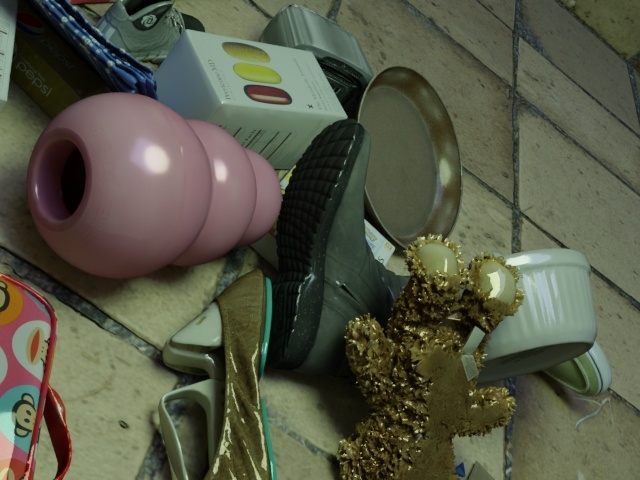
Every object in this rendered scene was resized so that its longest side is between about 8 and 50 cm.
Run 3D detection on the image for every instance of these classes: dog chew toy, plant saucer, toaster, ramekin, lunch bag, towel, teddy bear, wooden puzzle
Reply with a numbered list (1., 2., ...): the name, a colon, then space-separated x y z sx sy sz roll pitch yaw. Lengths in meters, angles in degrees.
1. dog chew toy: -0.173 -0.058 1.031 0.332 0.206 0.206 3 54 -54
2. plant saucer: 0.137 -0.131 1.434 0.310 0.050 0.310 13 72 -49
3. toaster: -0.015 -0.296 1.461 0.227 0.129 0.146 19 40 -34
4. ramekin: 0.267 0.118 1.249 0.273 0.273 0.127 7 62 -41
5. lunch bag: -0.333 0.145 0.732 0.258 0.120 0.293 26 40 -26
6. towel: -0.320 -0.280 1.089 0.336 0.040 0.243 45 -7 0
7. teddy bear: 0.134 0.159 1.080 0.245 0.113 0.338 -1 98 -27
8. wooden puzzle: 0.227 0.347 1.192 0.116 0.014 0.078 50 32 5

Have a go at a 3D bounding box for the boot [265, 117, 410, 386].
1. boot: 0.053 0.029 1.148 0.222 0.118 0.338 19 86 -32

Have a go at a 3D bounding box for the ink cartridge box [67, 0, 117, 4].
1. ink cartridge box: -0.226 -0.519 1.332 0.160 0.279 0.384 53 36 10

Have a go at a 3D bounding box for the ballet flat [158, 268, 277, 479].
1. ballet flat: -0.115 0.166 0.962 0.124 0.116 0.342 8 52 -15

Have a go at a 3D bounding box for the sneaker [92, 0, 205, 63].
1. sneaker: -0.224 -0.326 1.272 0.086 0.132 0.228 52 37 7

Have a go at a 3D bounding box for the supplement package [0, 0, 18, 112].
1. supplement package: -0.417 -0.204 0.989 0.105 0.105 0.179 19 45 -33

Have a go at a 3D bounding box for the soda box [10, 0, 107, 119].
1. soda box: -0.363 -0.234 1.107 0.181 0.061 0.058 45 35 -2

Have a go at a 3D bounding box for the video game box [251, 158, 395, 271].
1. video game box: 0.000 0.000 1.264 0.205 0.048 0.187 43 35 -6

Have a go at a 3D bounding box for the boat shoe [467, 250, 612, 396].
1. boat shoe: 0.344 0.151 1.437 0.302 0.109 0.094 45 51 13

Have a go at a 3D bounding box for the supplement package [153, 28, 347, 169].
1. supplement package: -0.108 -0.197 1.266 0.244 0.134 0.139 -3 58 -46
